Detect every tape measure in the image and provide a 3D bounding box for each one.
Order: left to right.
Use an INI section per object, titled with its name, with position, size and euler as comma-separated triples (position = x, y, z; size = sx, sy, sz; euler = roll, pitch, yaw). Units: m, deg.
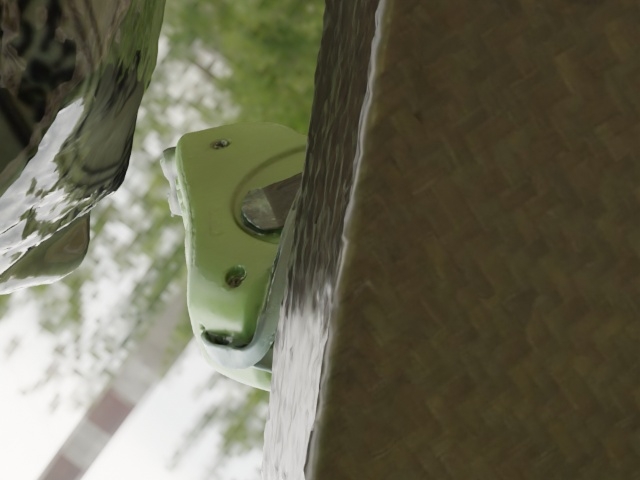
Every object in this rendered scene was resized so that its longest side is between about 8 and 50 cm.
[tape measure]
position = 0.000, 0.000, 1.045
size = 0.200, 0.175, 0.106
euler = -99, -4, -59

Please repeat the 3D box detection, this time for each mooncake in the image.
[mooncake]
position = -0.121, -0.107, 0.688
size = 0.136, 0.250, 0.254
euler = 10, 174, 2

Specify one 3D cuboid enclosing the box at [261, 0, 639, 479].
[box]
position = 0.092, -0.050, 0.446
size = 0.184, 0.273, 0.143
euler = 8, 179, -9
